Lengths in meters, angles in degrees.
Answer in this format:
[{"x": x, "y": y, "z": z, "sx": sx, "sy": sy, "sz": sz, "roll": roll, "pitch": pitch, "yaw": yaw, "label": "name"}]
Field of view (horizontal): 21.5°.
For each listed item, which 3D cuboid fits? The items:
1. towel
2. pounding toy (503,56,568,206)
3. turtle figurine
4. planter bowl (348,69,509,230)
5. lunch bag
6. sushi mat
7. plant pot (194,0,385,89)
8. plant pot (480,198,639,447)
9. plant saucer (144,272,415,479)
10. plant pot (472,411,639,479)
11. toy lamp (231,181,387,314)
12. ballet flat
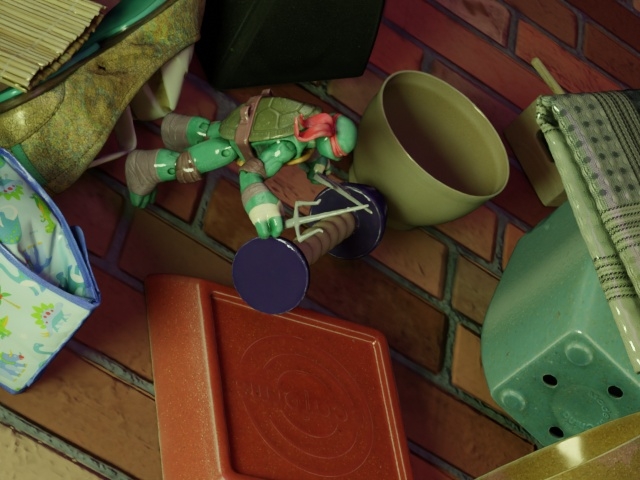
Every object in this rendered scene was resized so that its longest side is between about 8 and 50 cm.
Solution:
[{"x": 0.373, "y": -0.001, "z": 1.583, "sx": 0.312, "sy": 0.056, "sz": 0.324, "roll": -7, "pitch": 65, "yaw": -36, "label": "towel"}, {"x": 0.288, "y": -0.124, "z": 1.954, "sx": 0.130, "sy": 0.100, "sz": 0.141, "roll": 0, "pitch": 55, "yaw": -44, "label": "pounding toy"}, {"x": -0.045, "y": -0.073, "z": 1.474, "sx": 0.175, "sy": 0.234, "sz": 0.118, "roll": -28, "pitch": 116, "yaw": -60, "label": "turtle figurine"}, {"x": 0.096, "y": -0.078, "z": 1.723, "sx": 0.162, "sy": 0.109, "sz": 0.162, "roll": 26, "pitch": 40, "yaw": -24, "label": "planter bowl"}, {"x": -0.246, "y": 0.028, "z": 1.286, "sx": 0.151, "sy": 0.129, "sz": 0.096, "roll": 49, "pitch": 38, "yaw": 8, "label": "lunch bag"}, {"x": -0.352, "y": -0.223, "z": 1.433, "sx": 0.317, "sy": 0.019, "sz": 0.151, "roll": 23, "pitch": 36, "yaw": 5, "label": "sushi mat"}, {"x": -0.036, "y": -0.284, "z": 1.719, "sx": 0.188, "sy": 0.167, "sz": 0.187, "roll": -9, "pitch": 60, "yaw": -31, "label": "plant pot"}, {"x": 0.304, "y": 0.095, "z": 1.655, "sx": 0.248, "sy": 0.247, "sz": 0.252, "roll": 42, "pitch": 45, "yaw": -3, "label": "plant pot"}, {"x": -0.021, "y": 0.149, "z": 1.450, "sx": 0.258, "sy": 0.048, "sz": 0.259, "roll": 18, "pitch": 45, "yaw": -31, "label": "plant saucer"}, {"x": 0.249, "y": 0.300, "z": 1.434, "sx": 0.237, "sy": 0.237, "sz": 0.254, "roll": -19, "pitch": 83, "yaw": -50, "label": "plant pot"}, {"x": 0.000, "y": 0.000, "z": 1.557, "sx": 0.080, "sy": 0.080, "sz": 0.275, "roll": 47, "pitch": 25, "yaw": 4, "label": "toy lamp"}, {"x": -0.187, "y": -0.142, "z": 1.534, "sx": 0.123, "sy": 0.123, "sz": 0.348, "roll": 42, "pitch": 36, "yaw": -3, "label": "ballet flat"}]
